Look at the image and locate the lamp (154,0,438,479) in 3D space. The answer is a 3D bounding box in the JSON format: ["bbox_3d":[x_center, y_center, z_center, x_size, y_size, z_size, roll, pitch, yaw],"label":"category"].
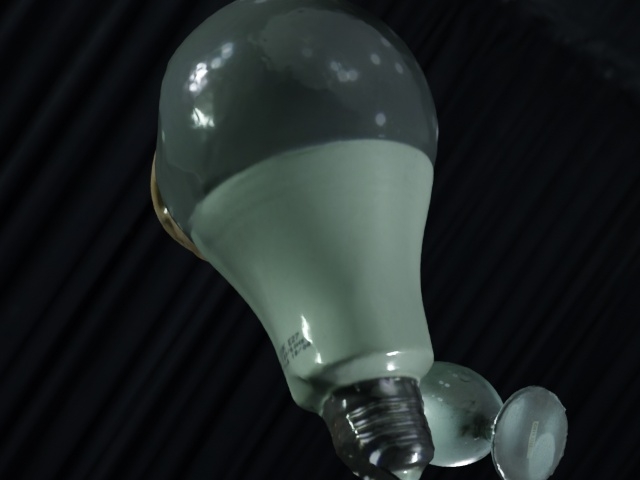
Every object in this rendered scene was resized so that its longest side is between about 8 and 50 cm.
[{"bbox_3d":[-0.009,0.000,1.056,0.182,0.314,0.182,-7,171,-1],"label":"lamp"}]

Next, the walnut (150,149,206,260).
[{"bbox_3d":[-0.081,-0.061,1.508,0.140,0.162,0.140,4,-160,-1],"label":"walnut"}]

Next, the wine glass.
[{"bbox_3d":[0.116,0.155,1.499,0.093,0.093,0.202,30,169,-35],"label":"wine glass"}]
